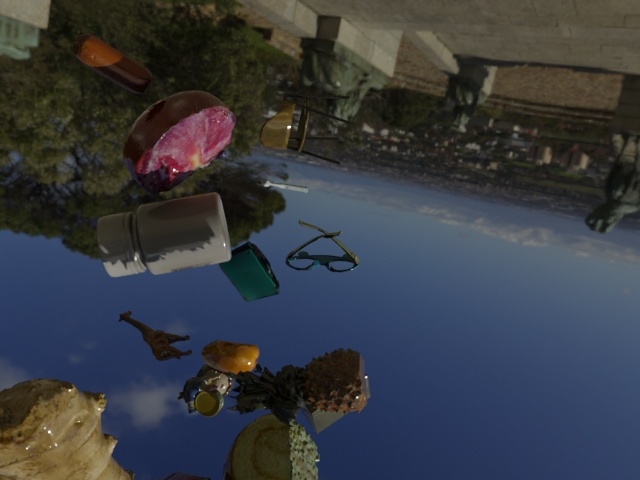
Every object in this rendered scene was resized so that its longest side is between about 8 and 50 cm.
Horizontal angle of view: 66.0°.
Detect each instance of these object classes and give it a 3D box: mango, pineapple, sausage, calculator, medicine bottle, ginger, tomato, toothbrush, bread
[{"bbox_3d":[-0.292,0.367,1.546,0.217,0.102,0.141,-5,155,33],"label":"mango"},{"bbox_3d":[-0.066,0.367,1.205,0.364,0.166,0.165,-11,-175,6],"label":"pineapple"},{"bbox_3d":[-0.524,-0.444,1.247,0.197,0.076,0.076,28,177,-34],"label":"sausage"},{"bbox_3d":[-0.321,0.146,2.239,0.248,0.274,0.058,-22,-161,38],"label":"calculator"},{"bbox_3d":[-0.441,-0.012,1.419,0.339,0.208,0.208,-10,-169,-8],"label":"medicine bottle"},{"bbox_3d":[-0.447,0.381,0.810,0.236,0.376,0.166,-30,-148,-35],"label":"ginger"},{"bbox_3d":[-0.394,-0.300,1.332,0.176,0.335,0.290,47,160,6],"label":"tomato"},{"bbox_3d":[-0.130,-0.198,1.815,0.030,0.025,0.342,10,-174,26],"label":"toothbrush"},{"bbox_3d":[-0.153,0.755,1.489,0.263,0.239,0.395,-17,-144,9],"label":"bread"}]

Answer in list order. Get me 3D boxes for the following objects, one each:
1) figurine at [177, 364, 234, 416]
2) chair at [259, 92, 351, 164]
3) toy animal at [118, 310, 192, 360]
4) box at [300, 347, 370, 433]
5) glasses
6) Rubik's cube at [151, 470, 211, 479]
[{"bbox_3d":[-0.403,0.543,1.848,0.158,0.161,0.275,42,-165,3],"label":"figurine"},{"bbox_3d":[-0.046,-0.336,1.448,0.246,0.159,0.172,9,-134,-8],"label":"chair"},{"bbox_3d":[-0.554,0.317,1.652,0.229,0.066,0.224,8,-150,-26],"label":"toy animal"},{"bbox_3d":[0.034,0.518,1.712,0.231,0.155,0.149,-30,-134,-19],"label":"box"},{"bbox_3d":[-0.006,0.031,1.530,0.239,0.102,0.207,1,148,14],"label":"glasses"},{"bbox_3d":[-0.461,0.852,1.448,0.254,0.260,0.259,-2,168,-37],"label":"Rubik's cube"}]
